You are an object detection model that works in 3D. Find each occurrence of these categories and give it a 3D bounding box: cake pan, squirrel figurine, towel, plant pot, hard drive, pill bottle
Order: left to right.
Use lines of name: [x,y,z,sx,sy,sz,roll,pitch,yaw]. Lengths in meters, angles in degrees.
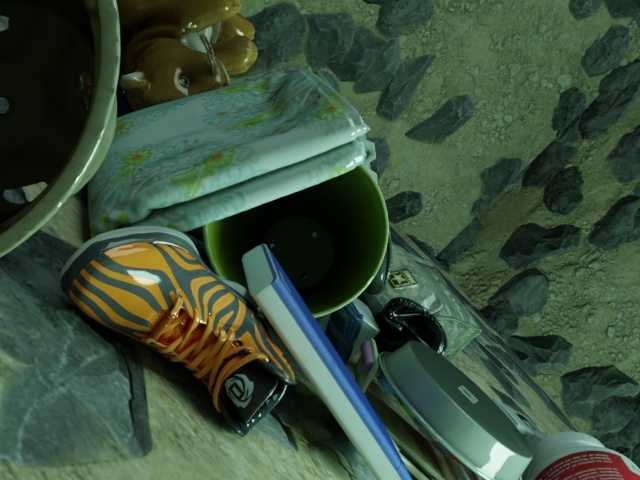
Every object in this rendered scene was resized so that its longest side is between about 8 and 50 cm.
plant pot: [-0.304,-0.132,0.685,0.334,0.334,0.305,44,-1,-2]
squirrel figurine: [-0.309,-0.317,1.440,0.281,0.397,0.370,82,4,-57]
towel: [-0.142,-0.132,1.158,0.320,0.374,0.090,-120,-170,-62]
plant pot: [-0.041,-0.002,1.376,0.275,0.275,0.293,45,-7,4]
hard drive: [0.004,0.163,1.105,0.318,0.040,0.210,57,-1,-14]
towel: [0.032,0.151,1.375,0.029,0.119,0.067,-7,41,-30]
cake pan: [0.214,0.260,1.295,0.293,0.054,0.293,40,9,-8]
pill bottle: [0.463,0.484,1.373,0.229,0.229,0.407,43,10,-10]

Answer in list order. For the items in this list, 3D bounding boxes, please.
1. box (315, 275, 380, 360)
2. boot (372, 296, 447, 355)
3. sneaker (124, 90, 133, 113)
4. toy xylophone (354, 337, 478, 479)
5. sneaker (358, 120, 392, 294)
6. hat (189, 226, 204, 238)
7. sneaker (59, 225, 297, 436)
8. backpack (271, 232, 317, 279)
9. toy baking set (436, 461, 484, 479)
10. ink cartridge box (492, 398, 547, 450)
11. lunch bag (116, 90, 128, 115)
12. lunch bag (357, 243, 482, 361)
box: [0.032,0.139,1.479,0.101,0.087,0.102,40,11,-23]
boot: [0.183,0.215,1.511,0.246,0.094,0.207,49,-15,3]
sneaker: [-0.311,-0.211,1.521,0.090,0.081,0.232,-8,52,-48]
toy xylophone: [0.171,0.310,1.350,0.323,0.081,0.236,41,11,-19]
sneaker: [0.037,-0.055,1.560,0.122,0.146,0.330,151,-70,-64]
hat: [-0.233,-0.089,1.455,0.183,0.173,0.208,7,-45,46]
sneaker: [-0.123,0.102,0.892,0.180,0.124,0.321,50,11,34]
backpack: [0.000,0.000,1.677,0.117,0.173,0.158,44,9,1]
toy baking set: [0.253,0.402,1.209,0.197,0.030,0.256,53,29,12]
ink cartridge box: [0.342,0.386,1.594,0.175,0.127,0.072,34,12,-50]
lunch bag: [-0.328,-0.284,1.733,0.221,0.138,0.293,47,20,1]
lunch bag: [0.197,0.141,1.935,0.287,0.169,0.235,23,25,-45]
